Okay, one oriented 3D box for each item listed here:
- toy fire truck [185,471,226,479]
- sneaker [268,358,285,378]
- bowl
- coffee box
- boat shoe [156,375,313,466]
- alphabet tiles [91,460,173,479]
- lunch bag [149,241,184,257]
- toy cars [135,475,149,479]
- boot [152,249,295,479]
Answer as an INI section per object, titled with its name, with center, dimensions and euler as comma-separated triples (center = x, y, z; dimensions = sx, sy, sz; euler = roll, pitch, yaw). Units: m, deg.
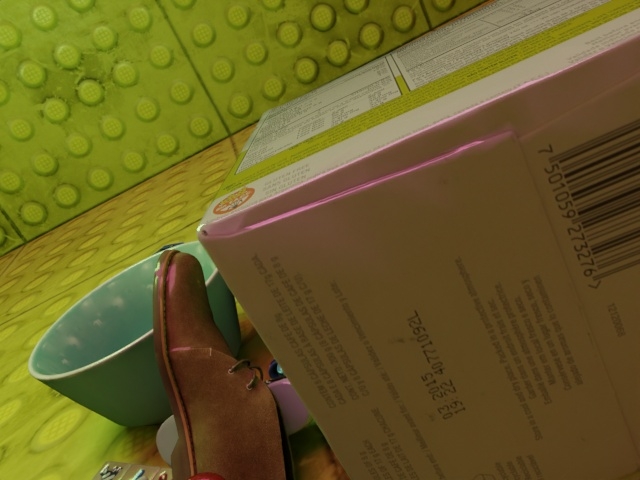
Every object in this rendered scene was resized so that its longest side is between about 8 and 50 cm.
[toy fire truck]
center = -0.138, 0.307, 0.322
dimensions = 0.302, 0.170, 0.254
euler = -31, 41, -12
[sneaker]
center = -0.016, 0.164, 0.744
dimensions = 0.059, 0.053, 0.144
euler = -38, 16, -25
[bowl]
center = -0.241, 0.150, 0.881
dimensions = 0.311, 0.163, 0.312
euler = -24, 22, 11
[coffee box]
center = 0.151, -0.001, 0.532
dimensions = 0.337, 0.338, 0.334
euler = -23, 22, 12
[boat shoe]
center = -0.091, 0.210, 0.706
dimensions = 0.228, 0.080, 0.076
euler = -30, -9, 23
[alphabet tiles]
center = -0.284, 0.379, 0.617
dimensions = 0.284, 0.011, 0.343
euler = -10, 30, 36
[lunch bag]
center = -0.340, 0.042, 1.359
dimensions = 0.098, 0.065, 0.067
euler = -9, 28, 39
[toy cars]
center = -0.284, 0.371, 0.498
dimensions = 0.393, 0.087, 0.176
euler = -39, -14, -22
[boot]
center = -0.102, 0.147, 0.629
dimensions = 0.115, 0.306, 0.112
euler = -17, -15, 8
